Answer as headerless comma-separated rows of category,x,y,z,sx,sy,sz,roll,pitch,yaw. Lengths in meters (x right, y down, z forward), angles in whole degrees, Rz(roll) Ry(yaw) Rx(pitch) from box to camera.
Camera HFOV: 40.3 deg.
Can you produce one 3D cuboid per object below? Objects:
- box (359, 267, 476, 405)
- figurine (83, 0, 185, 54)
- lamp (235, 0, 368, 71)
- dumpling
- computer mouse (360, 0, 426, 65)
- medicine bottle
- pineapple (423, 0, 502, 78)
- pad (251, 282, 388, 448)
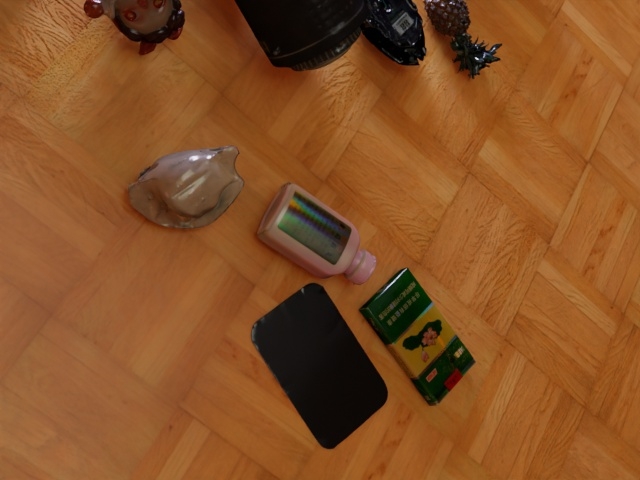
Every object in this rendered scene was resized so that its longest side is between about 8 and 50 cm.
box,0.187,0.182,1.658,0.132,0.034,0.235,-42,100,-30
figurine,-0.307,-0.411,1.440,0.183,0.160,0.226,-40,137,-20
lamp,-0.053,-0.434,1.548,0.374,0.205,0.272,-23,110,-26
dumpling,-0.216,-0.085,1.459,0.199,0.118,0.136,-26,107,-4
computer mouse,0.127,-0.450,1.750,0.241,0.077,0.146,51,60,-13
medicine bottle,0.000,0.000,1.572,0.219,0.078,0.115,34,62,-18
pineapple,0.294,-0.451,1.839,0.103,0.083,0.221,-38,100,-29
pad,0.002,0.222,1.565,0.181,0.004,0.267,-35,97,-31
